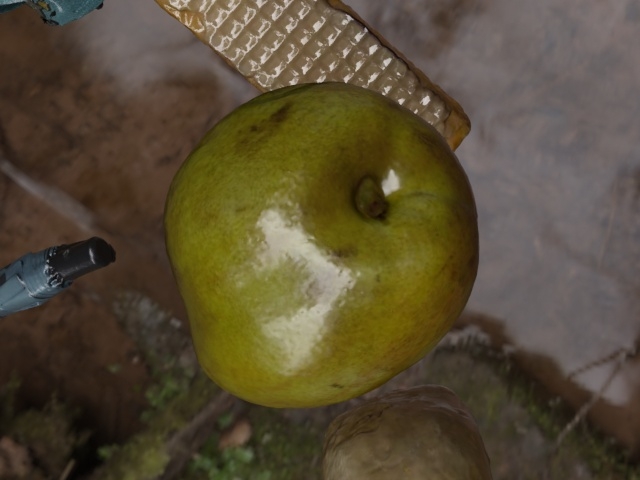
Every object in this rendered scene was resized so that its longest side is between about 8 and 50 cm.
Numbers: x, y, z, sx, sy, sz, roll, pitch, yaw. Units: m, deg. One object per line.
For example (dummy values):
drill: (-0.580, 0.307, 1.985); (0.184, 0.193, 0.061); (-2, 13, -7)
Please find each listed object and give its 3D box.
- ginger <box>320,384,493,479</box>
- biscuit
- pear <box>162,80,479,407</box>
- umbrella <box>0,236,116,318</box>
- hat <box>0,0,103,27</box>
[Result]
ginger: (0.076, 0.198, 1.257); (0.138, 0.267, 0.152); (-27, 120, 2)
biscuit: (-0.051, -0.171, 1.100); (0.378, 0.054, 0.094); (39, 101, -16)
pear: (0.000, 0.000, 0.919); (0.200, 0.200, 0.200); (9, 126, 12)
umbrella: (-0.309, 0.046, 1.561); (0.250, 0.053, 0.052); (-21, 101, 36)
hat: (-0.199, -0.228, 1.258); (0.078, 0.191, 0.138); (49, 159, -24)
